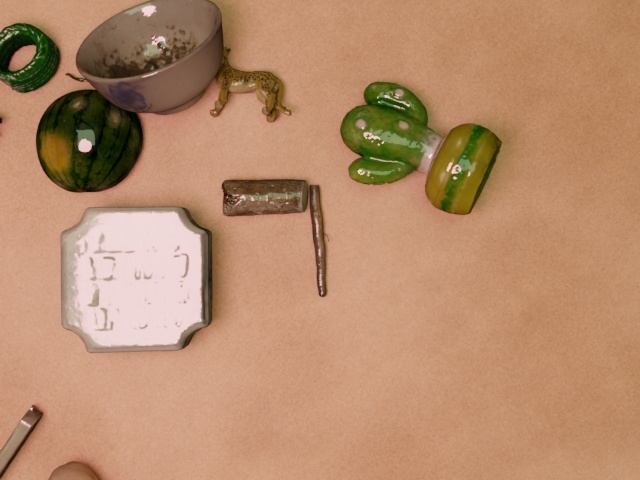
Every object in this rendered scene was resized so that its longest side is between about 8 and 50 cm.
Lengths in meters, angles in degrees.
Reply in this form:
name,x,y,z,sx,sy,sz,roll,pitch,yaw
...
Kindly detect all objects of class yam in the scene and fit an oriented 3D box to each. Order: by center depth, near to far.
name,x,y,z,sx,sy,sz,roll,pitch,yaw
yam,-0.111,-0.087,1.491,0.179,0.078,0.078,-1,88,-6
yam,-0.002,0.000,1.521,0.029,0.027,0.234,-4,88,-31

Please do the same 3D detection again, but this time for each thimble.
name,x,y,z,sx,sy,sz,roll,pitch,yaw
thimble,-0.590,-0.360,1.454,0.118,0.090,0.130,24,85,-1

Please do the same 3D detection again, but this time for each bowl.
name,x,y,z,sx,sy,sz,roll,pitch,yaw
bowl,-0.308,-0.337,1.426,0.289,0.146,0.289,-9,45,9

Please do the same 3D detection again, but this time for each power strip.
name,x,y,z,sx,sy,sz,roll,pitch,yaw
power strip,-0.611,0.422,1.424,0.029,0.080,0.227,33,86,-8

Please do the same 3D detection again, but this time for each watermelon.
name,x,y,z,sx,sy,sz,roll,pitch,yaw
watermelon,-0.459,-0.211,1.442,0.204,0.127,0.232,19,81,0

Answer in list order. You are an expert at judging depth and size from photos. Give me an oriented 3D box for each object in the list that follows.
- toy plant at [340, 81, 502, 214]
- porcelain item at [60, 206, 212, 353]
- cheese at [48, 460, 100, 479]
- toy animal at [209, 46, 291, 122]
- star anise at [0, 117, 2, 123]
name,x,y,z,sx,sy,sz,roll,pitch,yaw
toy plant,0.189,-0.184,1.492,0.316,0.184,0.224,27,80,13
porcelain item,-0.351,0.073,1.422,0.286,0.157,0.281,-2,90,-6
cheese,-0.469,0.568,1.382,0.248,0.173,0.251,-40,92,-14
toy animal,-0.143,-0.319,1.501,0.181,0.073,0.136,7,76,-1
star anise,-0.675,-0.235,1.448,0.097,0.070,0.190,25,105,-1
